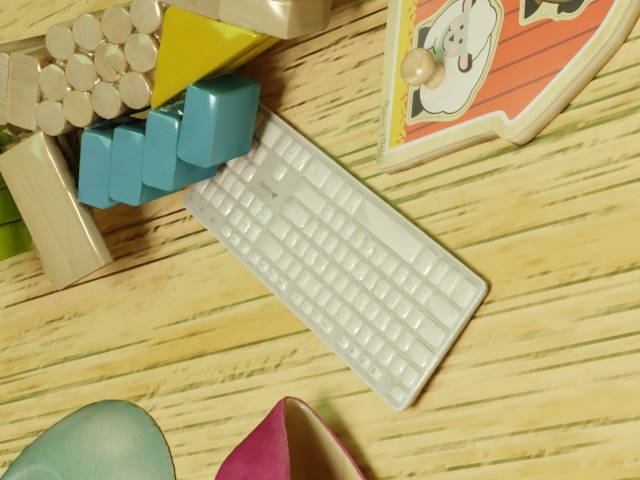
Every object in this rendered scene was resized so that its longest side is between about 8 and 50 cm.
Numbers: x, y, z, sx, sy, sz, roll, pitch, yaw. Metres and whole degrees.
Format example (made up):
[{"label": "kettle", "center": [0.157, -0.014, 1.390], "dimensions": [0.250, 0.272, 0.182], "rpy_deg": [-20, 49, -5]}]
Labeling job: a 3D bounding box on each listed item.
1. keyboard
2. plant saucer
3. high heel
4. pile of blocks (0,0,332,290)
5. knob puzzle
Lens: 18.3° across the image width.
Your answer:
[{"label": "keyboard", "center": [0.000, 0.000, 0.998], "dimensions": [0.072, 0.014, 0.256], "rpy_deg": [-61, 35, 9]}, {"label": "plant saucer", "center": [-0.150, 0.174, 1.078], "dimensions": [0.195, 0.037, 0.195], "rpy_deg": [-29, 49, 40]}, {"label": "high heel", "center": [0.027, 0.134, 0.838], "dimensions": [0.244, 0.082, 0.117], "rpy_deg": [3, 72, 62]}, {"label": "pile of blocks", "center": [-0.110, -0.068, 1.117], "dimensions": [0.362, 0.113, 0.149], "rpy_deg": [-23, 90, 35]}, {"label": "knob puzzle", "center": [0.093, -0.136, 0.939], "dimensions": [0.213, 0.030, 0.213], "rpy_deg": [-30, 48, 41]}]
